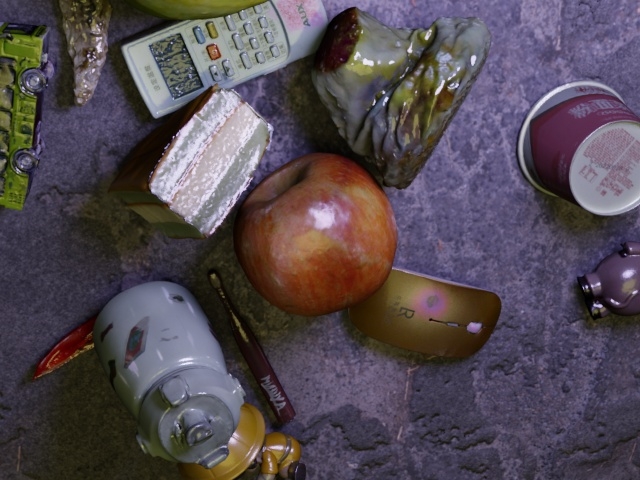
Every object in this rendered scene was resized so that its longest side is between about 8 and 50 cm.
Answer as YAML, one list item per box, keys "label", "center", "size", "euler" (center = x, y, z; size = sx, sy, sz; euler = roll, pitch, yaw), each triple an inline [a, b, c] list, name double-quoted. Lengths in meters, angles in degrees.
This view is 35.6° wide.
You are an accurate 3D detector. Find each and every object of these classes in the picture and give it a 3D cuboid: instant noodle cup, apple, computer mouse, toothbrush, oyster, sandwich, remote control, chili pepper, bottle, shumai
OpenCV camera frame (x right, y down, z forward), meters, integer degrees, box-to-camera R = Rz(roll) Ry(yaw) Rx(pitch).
- label: "instant noodle cup"
  center: [0.500, -0.159, 1.813]
  size: [0.235, 0.178, 0.234]
  euler: [-5, 113, -11]
- label: "apple"
  center: [0.000, 0.000, 1.729]
  size: [0.302, 0.301, 0.301]
  euler: [-4, 113, -9]
- label: "computer mouse"
  center: [0.208, 0.139, 1.944]
  size: [0.310, 0.072, 0.158]
  euler: [15, 111, -17]
- label: "toothbrush"
  center: [-0.135, 0.209, 1.926]
  size: [0.041, 0.041, 0.364]
  euler: [-25, 114, 1]
- label: "oyster"
  center: [-0.381, -0.325, 1.643]
  size: [0.106, 0.061, 0.200]
  euler: [-15, 114, -5]
- label: "sandwich"
  center: [-0.223, -0.132, 1.698]
  size: [0.155, 0.198, 0.227]
  euler: [42, 70, -25]
- label: "remote control"
  center: [-0.155, -0.334, 1.688]
  size: [0.344, 0.050, 0.145]
  euler: [-23, 115, 0]
- label: "chili pepper"
  center: [-0.431, 0.177, 1.854]
  size: [0.268, 0.050, 0.059]
  euler: [-33, 156, 6]
- label: "bottle"
  center: [-0.247, 0.249, 1.734]
  size: [0.229, 0.351, 0.229]
  euler: [-15, 128, -21]
- label: "shumai"
  center: [0.111, -0.268, 1.692]
  size: [0.263, 0.304, 0.309]
  euler: [32, 75, 3]

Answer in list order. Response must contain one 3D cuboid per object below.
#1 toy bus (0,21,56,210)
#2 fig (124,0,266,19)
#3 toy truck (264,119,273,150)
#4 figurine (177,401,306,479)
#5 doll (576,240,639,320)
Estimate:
- label: "toy bus"
  center: [-0.520, -0.208, 1.643]
  size: [0.139, 0.113, 0.301]
  euler: [9, 112, -10]
- label: "fig"
  center: [-0.180, -0.462, 1.525]
  size: [0.326, 0.258, 0.258]
  euler: [4, 113, -30]
- label: "toy truck"
  center: [-0.143, -0.198, 1.746]
  size: [0.123, 0.052, 0.062]
  euler: [14, 103, -14]
- label: "figurine"
  center: [-0.156, 0.399, 1.937]
  size: [0.257, 0.192, 0.167]
  euler: [18, 82, -41]
- label: "doll"
  center: [0.643, 0.072, 1.970]
  size: [0.257, 0.117, 0.182]
  euler: [-25, 116, 1]
